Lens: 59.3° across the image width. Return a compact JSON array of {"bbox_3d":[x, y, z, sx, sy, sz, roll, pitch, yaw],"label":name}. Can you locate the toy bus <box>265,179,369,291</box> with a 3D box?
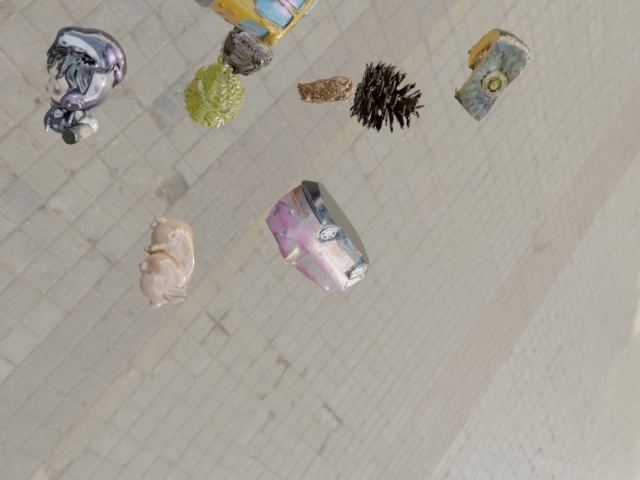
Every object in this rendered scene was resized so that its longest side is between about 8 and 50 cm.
[{"bbox_3d":[0.000,0.000,1.253,0.147,0.128,0.303,-31,143,10],"label":"toy bus"}]

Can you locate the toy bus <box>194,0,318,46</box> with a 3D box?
[{"bbox_3d":[-0.055,-0.353,0.713,0.136,0.126,0.209,35,93,-32],"label":"toy bus"}]

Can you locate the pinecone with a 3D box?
[{"bbox_3d":[0.160,-0.325,1.313,0.163,0.165,0.163,21,90,-88],"label":"pinecone"}]

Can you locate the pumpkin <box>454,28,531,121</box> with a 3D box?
[{"bbox_3d":[0.528,-0.534,1.797,0.139,0.190,0.280,37,100,-18],"label":"pumpkin"}]

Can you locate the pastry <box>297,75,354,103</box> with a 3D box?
[{"bbox_3d":[0.009,-0.384,1.459,0.087,0.169,0.063,6,87,-50],"label":"pastry"}]

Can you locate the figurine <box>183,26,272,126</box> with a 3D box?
[{"bbox_3d":[-0.245,-0.460,1.498,0.187,0.315,0.168,-30,86,-32],"label":"figurine"}]

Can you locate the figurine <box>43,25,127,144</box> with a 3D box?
[{"bbox_3d":[-0.464,-0.306,1.103,0.145,0.145,0.222,-10,137,-44],"label":"figurine"}]

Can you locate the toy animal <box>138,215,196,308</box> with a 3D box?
[{"bbox_3d":[-0.426,0.060,1.580,0.154,0.166,0.250,16,69,-18],"label":"toy animal"}]
